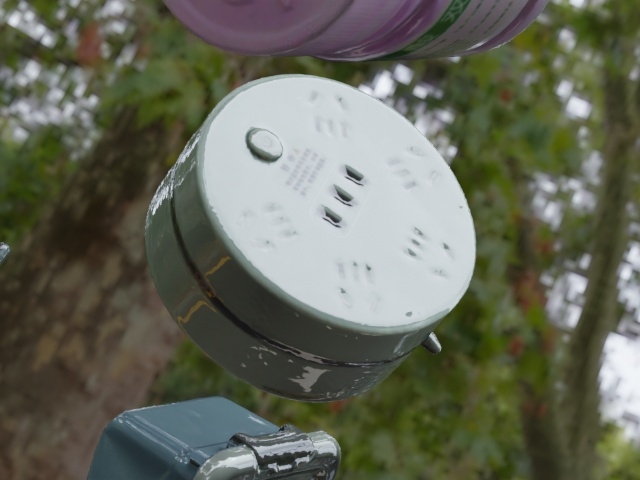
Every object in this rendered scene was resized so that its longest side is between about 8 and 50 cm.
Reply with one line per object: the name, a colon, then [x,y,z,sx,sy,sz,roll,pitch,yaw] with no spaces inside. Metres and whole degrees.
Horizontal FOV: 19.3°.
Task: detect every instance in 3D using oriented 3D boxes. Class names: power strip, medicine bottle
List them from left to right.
power strip: [0.000,0.000,2.038,0.357,0.357,0.161,30,-43,-10]
medicine bottle: [0.037,-0.242,1.429,0.212,0.212,0.325,12,10,29]

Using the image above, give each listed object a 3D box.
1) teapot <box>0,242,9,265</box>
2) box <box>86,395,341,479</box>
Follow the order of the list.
teapot: [-0.513,-0.022,1.982,0.223,0.285,0.305,-11,-45,45]
box: [-0.091,0.222,1.323,0.130,0.227,0.162,30,19,30]
